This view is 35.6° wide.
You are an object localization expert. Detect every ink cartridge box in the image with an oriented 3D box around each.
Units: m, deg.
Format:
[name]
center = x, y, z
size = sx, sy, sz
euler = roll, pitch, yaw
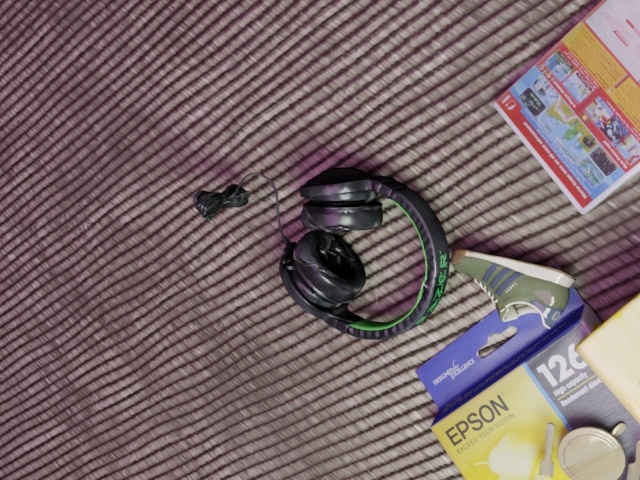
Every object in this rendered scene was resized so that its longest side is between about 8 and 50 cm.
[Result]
[ink cartridge box]
center = 0.309, 0.245, 1.424
size = 0.303, 0.072, 0.307
euler = -43, 76, 31

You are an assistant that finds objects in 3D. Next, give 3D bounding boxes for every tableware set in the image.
[tableware set]
center = 0.361, 0.334, 1.348
size = 0.128, 0.039, 0.194
euler = 8, 109, 19

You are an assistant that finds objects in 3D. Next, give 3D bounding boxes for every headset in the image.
[headset]
center = 0.000, 0.000, 1.512
size = 0.394, 0.185, 0.243
euler = 27, 112, 28

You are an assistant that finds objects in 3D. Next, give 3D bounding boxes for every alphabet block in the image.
[alphabet block]
center = 0.448, 0.147, 1.209
size = 0.192, 0.193, 0.197
euler = -42, 74, 7

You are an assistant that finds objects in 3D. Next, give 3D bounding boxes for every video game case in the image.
[video game case]
center = 0.391, -0.199, 1.314
size = 0.285, 0.025, 0.204
euler = -44, 75, 31

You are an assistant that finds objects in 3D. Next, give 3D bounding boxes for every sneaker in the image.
[sneaker]
center = 0.258, 0.070, 1.403
size = 0.192, 0.064, 0.086
euler = 13, 85, 39
